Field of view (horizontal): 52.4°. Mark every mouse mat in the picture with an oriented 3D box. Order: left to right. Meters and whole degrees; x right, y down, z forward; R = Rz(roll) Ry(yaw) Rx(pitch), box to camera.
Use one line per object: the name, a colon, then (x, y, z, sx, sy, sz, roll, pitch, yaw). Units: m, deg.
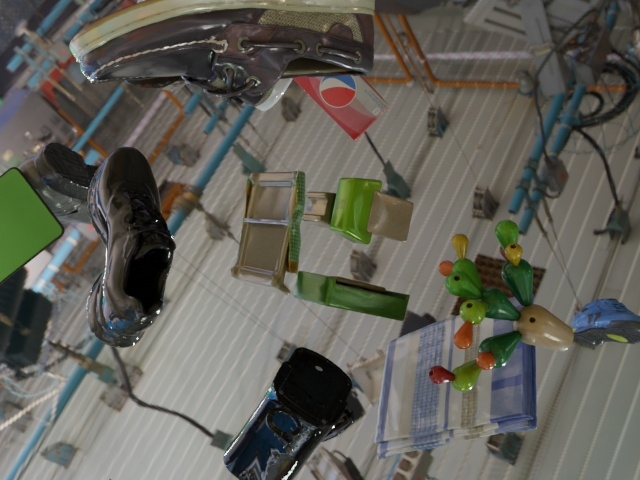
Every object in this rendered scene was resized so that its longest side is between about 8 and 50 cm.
mouse mat: (-0.557, -0.016, 1.126, 0.189, 0.007, 0.153, -38, -93, 1)

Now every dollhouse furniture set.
dollhouse furniture set: (0.000, 0.000, 1.055, 0.301, 0.151, 0.198, 7, -95, 53)

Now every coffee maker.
coffee maker: (-0.058, 0.256, 0.882, 0.120, 0.171, 0.178, 45, -57, 24)

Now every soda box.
soda box: (0.001, -0.305, 1.168, 0.092, 0.263, 0.083, -45, -172, 13)

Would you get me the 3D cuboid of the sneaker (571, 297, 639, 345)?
sneaker: (0.474, 0.124, 1.067, 0.069, 0.209, 0.082, 24, -100, 3)

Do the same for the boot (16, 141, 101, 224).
boot: (-0.505, -0.060, 1.292, 0.222, 0.338, 0.118, -29, -121, 13)

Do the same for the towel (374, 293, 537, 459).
towel: (0.196, 0.206, 0.967, 0.285, 0.034, 0.209, -29, -143, 41)

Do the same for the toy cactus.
toy cactus: (0.220, 0.092, 0.795, 0.112, 0.180, 0.219, -36, -148, 61)

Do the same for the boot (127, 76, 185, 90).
boot: (-0.220, -0.219, 0.880, 0.106, 0.037, 0.114, -10, -170, -25)

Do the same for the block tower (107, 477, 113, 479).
block tower: (-0.270, 0.556, 1.210, 0.091, 0.335, 0.097, -63, -167, -26)

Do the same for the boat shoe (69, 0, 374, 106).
boat shoe: (-0.064, -0.164, 0.564, 0.285, 0.093, 0.102, -20, -170, -32)

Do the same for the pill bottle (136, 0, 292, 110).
pill bottle: (-0.198, -0.413, 1.293, 0.176, 0.318, 0.176, -49, -158, 28)

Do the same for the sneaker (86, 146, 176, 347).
sneaker: (-0.247, -0.006, 0.888, 0.130, 0.109, 0.287, -29, -118, 45)
